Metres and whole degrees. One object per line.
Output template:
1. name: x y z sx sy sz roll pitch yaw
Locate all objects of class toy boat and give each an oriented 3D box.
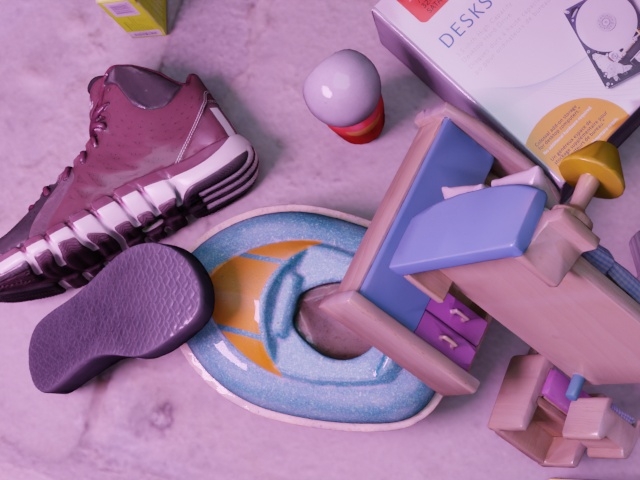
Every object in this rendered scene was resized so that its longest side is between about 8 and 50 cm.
1. toy boat: 0.000 0.000 1.176 0.267 0.148 0.318 9 82 11

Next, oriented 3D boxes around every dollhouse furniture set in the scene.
1. dollhouse furniture set: 0.201 0.017 1.020 0.286 0.303 0.198 36 67 -21

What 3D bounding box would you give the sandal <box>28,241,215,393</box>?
1. sandal: -0.169 0.068 1.186 0.254 0.054 0.097 -23 66 45

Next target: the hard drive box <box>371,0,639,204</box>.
1. hard drive box: 0.191 -0.178 1.208 0.232 0.089 0.181 44 88 14

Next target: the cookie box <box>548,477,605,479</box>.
1. cookie box: 0.236 0.256 1.148 0.092 0.040 0.107 1 79 10

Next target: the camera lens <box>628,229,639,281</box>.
1. camera lens: 0.384 0.091 1.062 0.219 0.219 0.274 -21 77 5

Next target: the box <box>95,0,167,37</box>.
1. box: -0.177 -0.292 1.277 0.042 0.109 0.178 -4 79 10

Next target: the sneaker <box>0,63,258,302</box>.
1. sneaker: -0.210 -0.064 1.256 0.281 0.106 0.162 -26 72 -7
